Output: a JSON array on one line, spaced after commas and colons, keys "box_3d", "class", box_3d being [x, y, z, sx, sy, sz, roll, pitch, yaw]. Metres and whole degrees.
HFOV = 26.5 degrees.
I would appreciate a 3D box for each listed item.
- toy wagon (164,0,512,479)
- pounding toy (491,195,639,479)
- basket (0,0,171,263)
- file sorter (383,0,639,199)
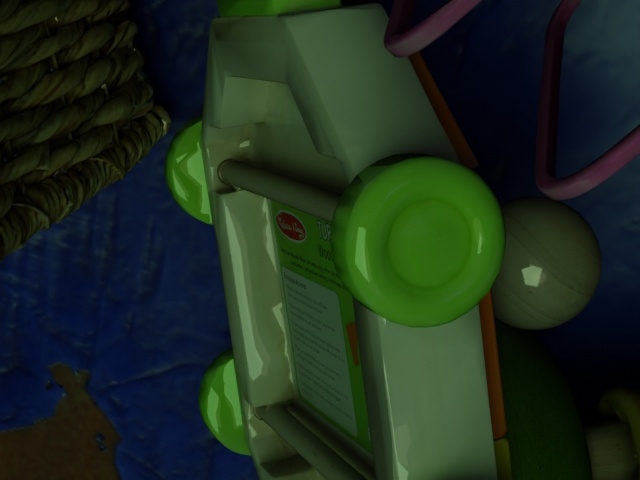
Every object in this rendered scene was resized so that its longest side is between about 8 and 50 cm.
[{"box_3d": [0.000, 0.000, 0.552, 0.068, 0.267, 0.344, -11, 102, -18], "class": "toy wagon"}, {"box_3d": [0.103, 0.078, 0.617, 0.110, 0.183, 0.236, -5, 108, -11], "class": "pounding toy"}, {"box_3d": [-0.225, -0.093, 0.544, 0.214, 0.299, 0.223, -6, 110, 18], "class": "basket"}, {"box_3d": [0.143, -0.103, 0.472, 0.291, 0.202, 0.182, 41, 118, -14], "class": "file sorter"}]
